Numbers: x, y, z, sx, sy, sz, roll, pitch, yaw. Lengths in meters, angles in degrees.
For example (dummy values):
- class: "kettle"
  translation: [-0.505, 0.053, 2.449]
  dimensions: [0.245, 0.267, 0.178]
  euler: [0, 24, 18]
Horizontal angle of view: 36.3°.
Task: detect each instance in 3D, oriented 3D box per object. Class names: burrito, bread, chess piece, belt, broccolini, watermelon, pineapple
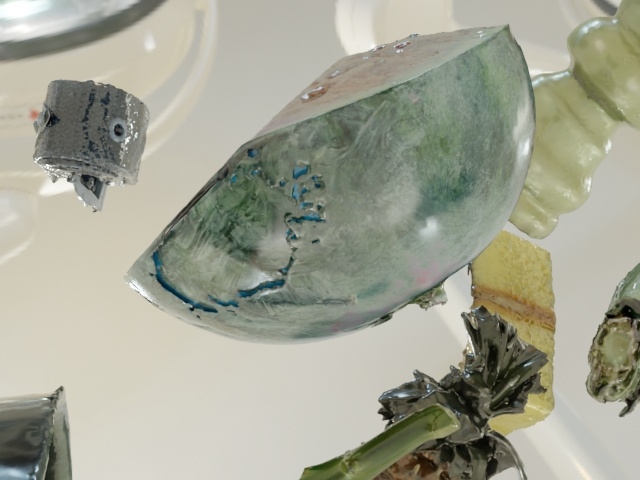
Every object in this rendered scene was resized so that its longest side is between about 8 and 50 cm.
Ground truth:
- class: "burrito"
  translation: [0.191, 0.042, 0.572]
  dimensions: [0.044, 0.074, 0.118]
  euler: [18, -145, 23]
- class: "bread"
  translation: [0.230, 0.113, 1.251]
  dimensions: [0.141, 0.178, 0.266]
  euler: [-7, -127, 18]
- class: "chess piece"
  translation: [0.246, -0.131, 0.847]
  dimensions: [0.251, 0.144, 0.144]
  euler: [-40, -159, 23]
- class: "belt"
  translation: [-0.265, -0.105, 1.131]
  dimensions: [0.122, 0.128, 0.218]
  euler: [9, 174, -5]
- class: "broccolini"
  translation: [-0.009, 0.165, 0.634]
  dimensions: [0.216, 0.058, 0.067]
  euler: [-31, -126, 8]
- class: "watermelon"
  translation: [0.005, 0.004, 0.649]
  dimensions: [0.322, 0.175, 0.188]
  euler: [-39, -172, 40]
- class: "pineapple"
  translation: [0.111, 0.209, 0.929]
  dimensions: [0.310, 0.170, 0.141]
  euler: [-52, -173, -14]

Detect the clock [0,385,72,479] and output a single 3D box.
- class: "clock"
  translation: [-0.143, 0.252, 0.388]
  dimensions: [0.076, 0.386, 0.386]
  euler: [0, -152, -12]
